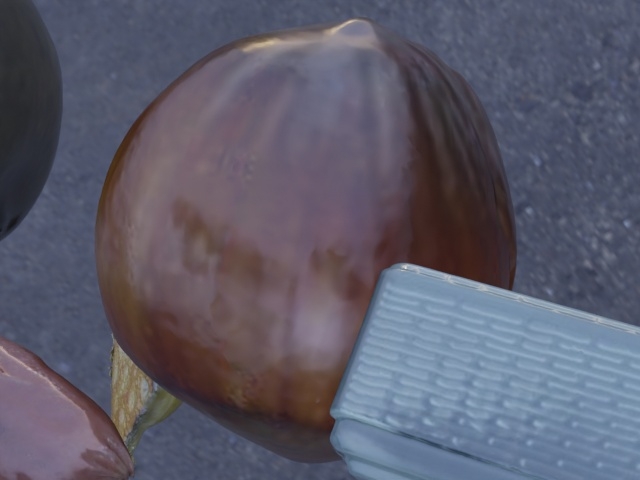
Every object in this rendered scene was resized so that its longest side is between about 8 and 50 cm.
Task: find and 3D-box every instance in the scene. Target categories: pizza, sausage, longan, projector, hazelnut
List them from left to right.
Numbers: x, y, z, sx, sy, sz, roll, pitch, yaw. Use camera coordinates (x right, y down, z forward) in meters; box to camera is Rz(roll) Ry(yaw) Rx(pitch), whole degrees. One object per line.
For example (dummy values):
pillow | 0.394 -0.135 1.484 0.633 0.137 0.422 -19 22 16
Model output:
sausage | -0.288 0.039 0.907 0.433 0.088 0.088 29 80 21
longan | -0.425 -0.137 1.596 0.361 0.361 0.361 -14 58 23
pizza | -0.219 0.199 2.005 0.188 0.080 0.204 -14 72 61
hazelnut | 0.000 0.000 1.252 0.315 0.372 0.372 32 83 42
projector | 0.146 0.113 0.670 0.256 0.192 0.099 15 74 21
